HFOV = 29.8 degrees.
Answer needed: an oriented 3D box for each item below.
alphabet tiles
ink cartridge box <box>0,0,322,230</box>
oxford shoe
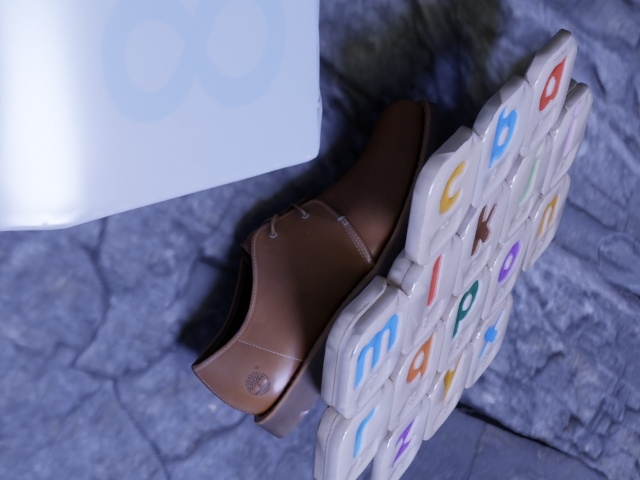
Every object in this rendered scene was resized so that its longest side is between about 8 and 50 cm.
[{"bbox_3d":[0.085,0.021,0.725,0.284,0.021,0.278,-43,151,-38],"label":"alphabet tiles"},{"bbox_3d":[-0.168,-0.143,0.437,0.385,0.091,0.308,-19,121,-37],"label":"ink cartridge box"},{"bbox_3d":[0.000,0.000,0.676,0.076,0.076,0.212,32,75,-10],"label":"oxford shoe"}]
